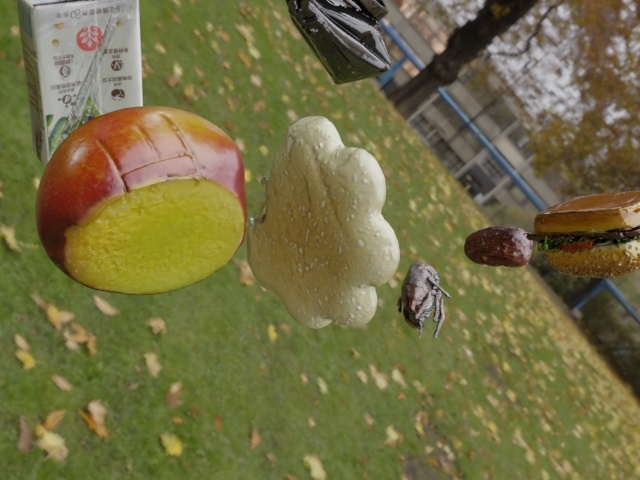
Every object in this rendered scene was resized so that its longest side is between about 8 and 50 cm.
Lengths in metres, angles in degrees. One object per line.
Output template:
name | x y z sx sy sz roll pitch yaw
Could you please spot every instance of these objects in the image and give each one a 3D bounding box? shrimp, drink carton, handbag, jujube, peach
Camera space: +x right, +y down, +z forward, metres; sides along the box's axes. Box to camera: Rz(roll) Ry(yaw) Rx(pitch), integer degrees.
shrimp | 0.164 0.097 1.447 0.073 0.075 0.190 25 26 -7
drink carton | -0.439 -0.305 1.659 0.132 0.194 0.325 44 -42 49
handbag | 0.000 -0.385 1.263 0.257 0.113 0.286 21 54 -63
jujube | 0.328 0.012 1.655 0.129 0.077 0.077 1 -24 33
peach | -0.245 -0.052 1.166 0.274 0.249 0.245 -11 25 -43

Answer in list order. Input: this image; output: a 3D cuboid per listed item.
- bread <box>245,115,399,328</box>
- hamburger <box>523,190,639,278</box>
bread | 0.000 0.000 0.950 0.039 0.251 0.182 -24 60 -38
hamburger | 0.333 -0.005 1.032 0.166 0.137 0.087 -1 -75 59
